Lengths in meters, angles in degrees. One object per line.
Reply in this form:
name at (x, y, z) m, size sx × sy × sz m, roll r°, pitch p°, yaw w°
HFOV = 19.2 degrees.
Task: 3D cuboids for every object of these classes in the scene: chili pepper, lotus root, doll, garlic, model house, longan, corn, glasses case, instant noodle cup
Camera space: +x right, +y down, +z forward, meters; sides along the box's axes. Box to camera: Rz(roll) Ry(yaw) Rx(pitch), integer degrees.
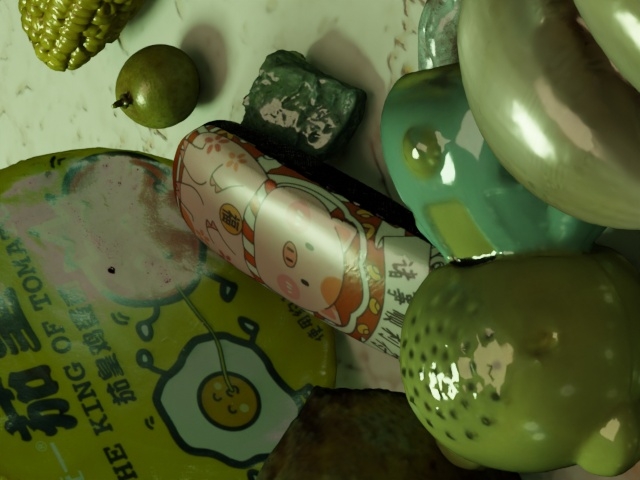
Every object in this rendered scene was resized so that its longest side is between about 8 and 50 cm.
chili pepper at (0.086, -0.141, 1.285) m, size 0.050 × 0.041 × 0.153 m, roll -80°, pitch 3°, yaw -64°
lotus root at (0.051, 0.255, 1.236) m, size 0.142 × 0.210 × 0.314 m, roll -1°, pitch 83°, yaw 44°
doll at (0.126, 0.016, 1.173) m, size 0.177 × 0.161 × 0.261 m, roll -4°, pitch 92°, yaw 50°
garlic at (0.209, -0.086, 0.967) m, size 0.340 × 0.245 × 0.231 m, roll 53°, pitch 125°, yaw 30°
model house at (-0.009, -0.091, 1.408) m, size 0.083 × 0.066 × 0.079 m, roll 27°, pitch 108°, yaw 25°
longan at (-0.137, -0.122, 1.531) m, size 0.075 × 0.083 × 0.075 m, roll 34°, pitch 137°, yaw 40°
corn at (-0.165, -0.257, 1.511) m, size 0.119 × 0.119 × 0.322 m, roll 60°, pitch 138°, yaw 24°
glasses case at (0.000, 0.000, 1.363) m, size 0.266 × 0.067 × 0.103 m, roll 29°, pitch 136°, yaw 28°
instant noodle cup at (-0.177, 0.127, 1.475) m, size 0.326 × 0.325 × 0.254 m, roll 63°, pitch 147°, yaw 21°
